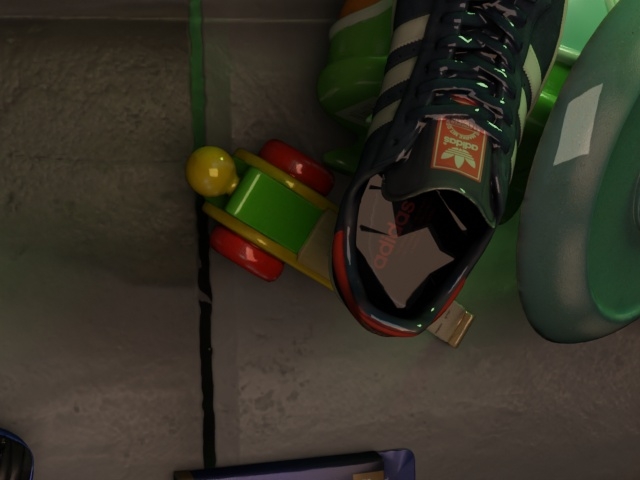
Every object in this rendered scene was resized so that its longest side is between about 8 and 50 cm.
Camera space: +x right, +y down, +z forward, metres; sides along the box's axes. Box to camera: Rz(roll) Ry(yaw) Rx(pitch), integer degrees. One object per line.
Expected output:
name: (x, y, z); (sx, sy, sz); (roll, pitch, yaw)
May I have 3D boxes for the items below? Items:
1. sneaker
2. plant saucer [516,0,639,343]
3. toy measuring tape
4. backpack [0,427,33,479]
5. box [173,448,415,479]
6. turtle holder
sneaker: (0.098, -0.090, 1.105); (0.131, 0.148, 0.350); (14, 103, -4)
plant saucer: (0.260, -0.058, 1.242); (0.317, 0.043, 0.318); (-33, 136, -39)
toy measuring tape: (0.000, 0.000, 1.374); (0.330, 0.121, 0.121); (32, 88, -38)
backpack: (-0.293, 0.209, 1.307); (0.098, 0.101, 0.120); (14, 89, -17)
box: (-0.016, 0.265, 1.417); (0.225, 0.036, 0.136); (-5, 98, -15)
turtle holder: (0.167, -0.145, 1.302); (0.320, 0.243, 0.227); (13, 78, 10)
